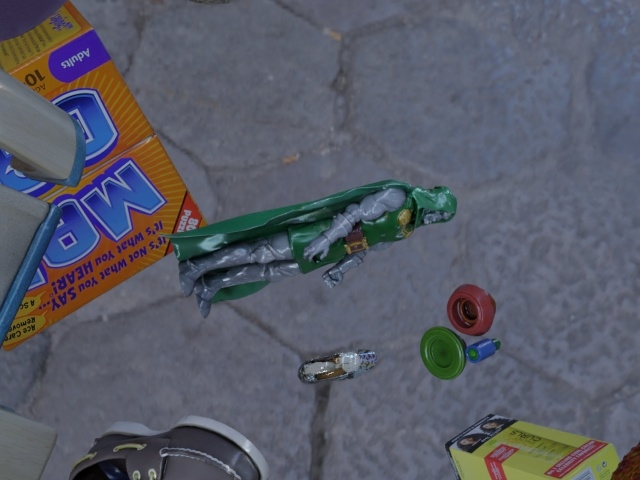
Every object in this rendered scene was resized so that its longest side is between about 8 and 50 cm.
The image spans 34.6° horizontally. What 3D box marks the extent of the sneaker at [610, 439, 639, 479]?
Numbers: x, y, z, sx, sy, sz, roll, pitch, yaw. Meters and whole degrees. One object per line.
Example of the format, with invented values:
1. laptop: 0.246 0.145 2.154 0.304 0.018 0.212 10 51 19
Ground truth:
1. sneaker: 0.236 0.198 0.726 0.067 0.064 0.175 36 73 -5

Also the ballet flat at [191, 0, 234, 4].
1. ballet flat: -0.079 -0.421 0.842 0.182 0.483 0.164 -2 41 8

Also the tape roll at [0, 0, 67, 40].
1. tape roll: -0.216 -0.285 0.741 0.090 0.275 0.275 31 58 2

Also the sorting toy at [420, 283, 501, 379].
1. sorting toy: 0.138 0.086 0.951 0.042 0.102 0.061 -14 50 -45

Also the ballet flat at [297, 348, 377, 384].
1. ballet flat: 0.022 0.175 1.423 0.114 0.041 0.041 -15 58 6

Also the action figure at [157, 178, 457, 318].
1. action figure: 0.000 0.000 0.843 0.232 0.137 0.063 -19 65 4

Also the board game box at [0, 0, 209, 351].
1. board game box: -0.445 -0.126 1.587 0.356 0.356 0.356 -32 30 -7

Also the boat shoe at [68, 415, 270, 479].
1. boat shoe: -0.189 0.279 1.228 0.097 0.324 0.116 -42 112 -38

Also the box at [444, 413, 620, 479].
1. box: 0.246 0.263 1.207 0.087 0.232 0.058 -28 102 -22

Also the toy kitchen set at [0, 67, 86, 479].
1. toy kitchen set: -0.210 0.018 0.550 0.166 0.122 0.207 11 73 39
